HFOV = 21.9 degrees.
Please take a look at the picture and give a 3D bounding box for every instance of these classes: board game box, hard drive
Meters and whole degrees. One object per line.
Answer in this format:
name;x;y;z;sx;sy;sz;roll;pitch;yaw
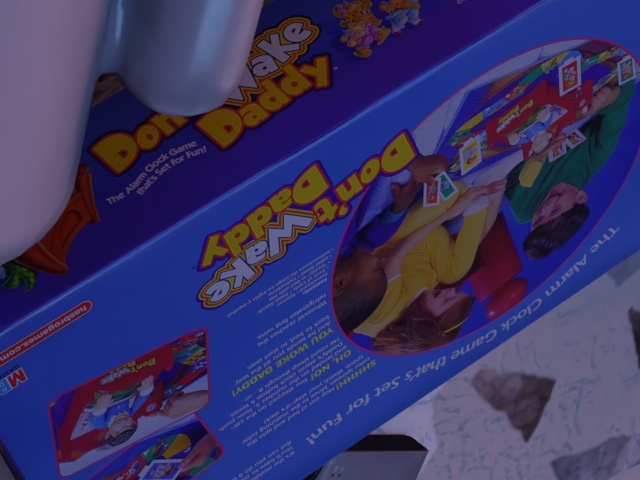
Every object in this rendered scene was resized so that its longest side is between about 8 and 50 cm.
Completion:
board game box;0.000;0.000;0.759;0.347;0.078;0.233;-32;146;-15
hard drive;0.005;0.181;0.997;0.094;0.022;0.135;7;111;-48

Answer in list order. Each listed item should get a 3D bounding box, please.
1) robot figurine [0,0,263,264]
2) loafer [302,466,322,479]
robot figurine;-0.154;-0.123;0.487;0.300;0.200;0.353;9;113;-17
loafer;-0.076;0.166;0.853;0.223;0.078;0.076;-52;135;-8
